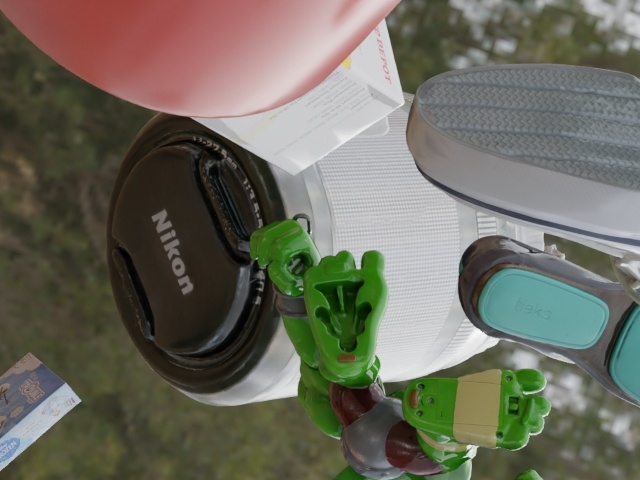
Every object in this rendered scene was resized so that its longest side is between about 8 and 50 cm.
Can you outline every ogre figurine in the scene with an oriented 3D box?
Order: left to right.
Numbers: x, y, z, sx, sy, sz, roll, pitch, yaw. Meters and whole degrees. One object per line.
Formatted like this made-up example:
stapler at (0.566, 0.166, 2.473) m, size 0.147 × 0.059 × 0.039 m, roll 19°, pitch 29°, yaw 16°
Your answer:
ogre figurine at (0.037, 0.083, 0.864) m, size 0.097 × 0.197 × 0.118 m, roll -53°, pitch 160°, yaw -29°

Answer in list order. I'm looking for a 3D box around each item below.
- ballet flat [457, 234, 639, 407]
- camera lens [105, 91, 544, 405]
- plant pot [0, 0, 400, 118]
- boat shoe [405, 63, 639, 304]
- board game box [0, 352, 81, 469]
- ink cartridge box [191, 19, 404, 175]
ballet flat at (0.165, 0.048, 1.121) m, size 0.074 × 0.203 × 0.074 m, roll -47°, pitch -150°, yaw 39°
camera lens at (0.000, 0.000, 1.365) m, size 0.219 × 0.274 × 0.219 m, roll 5°, pitch -83°, yaw 48°
plant pot at (-0.017, -0.227, 0.902) m, size 0.243 × 0.275 × 0.275 m, roll -32°, pitch -146°, yaw 48°
boat shoe at (0.138, -0.003, 0.675) m, size 0.083 × 0.226 × 0.076 m, roll -79°, pitch 180°, yaw -54°
board game box at (-0.211, 0.119, 1.249) m, size 0.090 × 0.020 × 0.090 m, roll -41°, pitch -157°, yaw -13°
ink cartridge box at (-0.025, -0.111, 1.084) m, size 0.090 × 0.143 × 0.092 m, roll -32°, pitch -131°, yaw 28°
